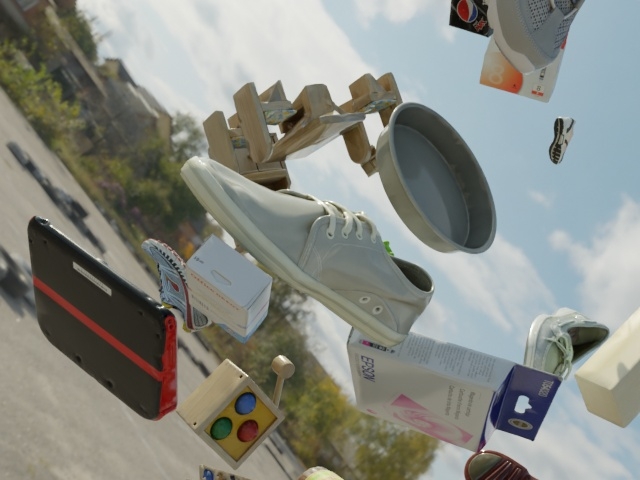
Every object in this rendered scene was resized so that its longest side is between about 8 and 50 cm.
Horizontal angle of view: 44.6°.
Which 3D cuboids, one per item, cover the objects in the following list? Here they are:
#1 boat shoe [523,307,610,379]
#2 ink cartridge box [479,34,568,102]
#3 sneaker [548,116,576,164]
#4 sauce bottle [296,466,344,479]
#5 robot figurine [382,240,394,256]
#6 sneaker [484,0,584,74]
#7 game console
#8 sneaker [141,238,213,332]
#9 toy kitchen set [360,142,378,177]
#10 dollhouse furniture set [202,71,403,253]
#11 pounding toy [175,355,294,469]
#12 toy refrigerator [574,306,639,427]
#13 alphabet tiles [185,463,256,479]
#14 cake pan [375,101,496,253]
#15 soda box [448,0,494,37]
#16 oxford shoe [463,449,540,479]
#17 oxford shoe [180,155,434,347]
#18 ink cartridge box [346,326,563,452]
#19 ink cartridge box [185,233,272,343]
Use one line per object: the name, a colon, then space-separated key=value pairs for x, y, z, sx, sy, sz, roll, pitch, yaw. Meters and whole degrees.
boat shoe: x=0.500 y=0.213 z=1.601 sx=0.103 sy=0.320 sz=0.118 roll=12 pitch=-78 yaw=34
ink cartridge box: x=0.392 y=-0.364 z=1.497 sx=0.145 sy=0.045 sz=0.179 roll=21 pitch=-41 yaw=19
sneaker: x=0.520 y=-0.213 z=1.669 sx=0.040 sy=0.043 sz=0.109 roll=49 pitch=-37 yaw=49
sauce bottle: x=0.065 y=0.546 z=1.525 sx=0.111 sy=0.111 sz=0.344 roll=57 pitch=-22 yaw=-20
robot figurine: x=0.094 y=0.039 z=1.484 sx=0.115 sy=0.067 sz=0.101 roll=-43 pitch=-114 yaw=58
sneaker: x=0.239 y=-0.287 z=0.714 sx=0.105 sy=0.282 sz=0.115 roll=25 pitch=-7 yaw=-41
game console: x=-0.431 y=0.162 z=1.552 sx=0.386 sy=0.060 sz=0.342 roll=31 pitch=-47 yaw=21
sneaker: x=-0.305 y=0.091 z=1.616 sx=0.225 sy=0.092 sz=0.088 roll=53 pitch=-9 yaw=9
toy kitchen set: x=0.120 y=-0.201 z=1.754 sx=0.068 sy=0.083 sz=0.075 roll=57 pitch=1 yaw=21
dollhouse furniture set: x=-0.054 y=-0.151 z=1.644 sx=0.394 sy=0.362 sz=0.257 roll=-25 pitch=-99 yaw=52
pounding toy: x=-0.113 y=0.295 z=1.382 sx=0.094 sy=0.206 sz=0.181 roll=26 pitch=-24 yaw=52
toy refrigerator: x=0.600 y=0.212 z=1.458 sx=0.094 sy=0.269 sz=0.102 roll=22 pitch=-34 yaw=56
alphabet tiles: x=-0.190 y=0.579 z=1.631 sx=0.237 sy=0.009 sz=0.198 roll=31 pitch=37 yaw=-39
cake pan: x=0.200 y=-0.101 z=1.362 sx=0.054 sy=0.293 sz=0.293 roll=-31 pitch=-81 yaw=36
soda box: x=0.216 y=-0.303 z=0.909 sx=0.053 sy=0.169 sz=0.060 roll=28 pitch=-38 yaw=27
oxford shoe: x=0.428 y=0.531 z=1.470 sx=0.348 sy=0.123 sz=0.130 roll=35 pitch=-25 yaw=33
oxford shoe: x=0.000 y=0.000 z=1.028 sx=0.449 sy=0.130 sz=0.169 roll=35 pitch=12 yaw=-39
ink cartridge box: x=0.213 y=0.265 z=1.320 sx=0.329 sy=0.072 sz=0.324 roll=17 pitch=-28 yaw=16
ink cartridge box: x=-0.106 y=0.058 z=0.899 sx=0.088 sy=0.052 sz=0.122 roll=36 pitch=-23 yaw=9
